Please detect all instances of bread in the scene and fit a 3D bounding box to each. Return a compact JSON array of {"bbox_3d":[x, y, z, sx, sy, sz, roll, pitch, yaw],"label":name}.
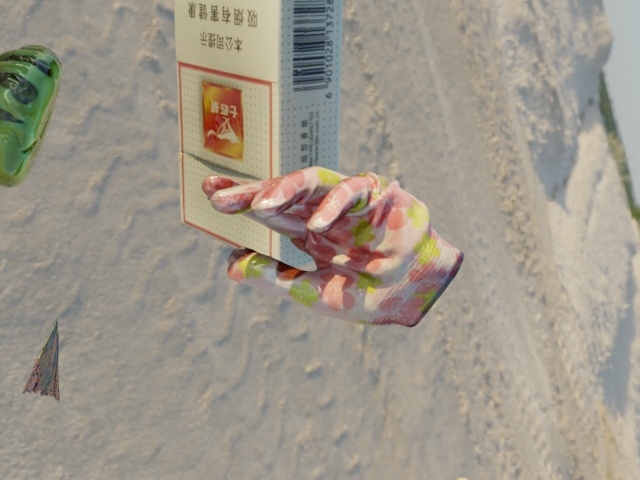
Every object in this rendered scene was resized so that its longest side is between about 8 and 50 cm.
[{"bbox_3d":[-0.302,-0.123,0.881,0.071,0.139,0.130,22,37,-10],"label":"bread"}]

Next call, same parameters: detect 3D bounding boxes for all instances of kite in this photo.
[{"bbox_3d":[-0.400,0.174,1.329,0.222,0.008,0.125,105,-10,-76],"label":"kite"}]

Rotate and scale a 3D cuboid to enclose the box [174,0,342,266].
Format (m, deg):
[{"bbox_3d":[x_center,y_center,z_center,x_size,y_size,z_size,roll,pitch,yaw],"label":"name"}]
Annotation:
[{"bbox_3d":[-0.075,-0.154,1.030,0.095,0.210,0.330,-15,115,-36],"label":"box"}]

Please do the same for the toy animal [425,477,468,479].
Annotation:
[{"bbox_3d":[0.100,0.444,1.129,0.277,0.247,0.345,122,-15,-64],"label":"toy animal"}]

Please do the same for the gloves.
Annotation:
[{"bbox_3d":[0.005,-0.008,0.852,0.241,0.145,0.126,33,53,-3],"label":"gloves"}]
